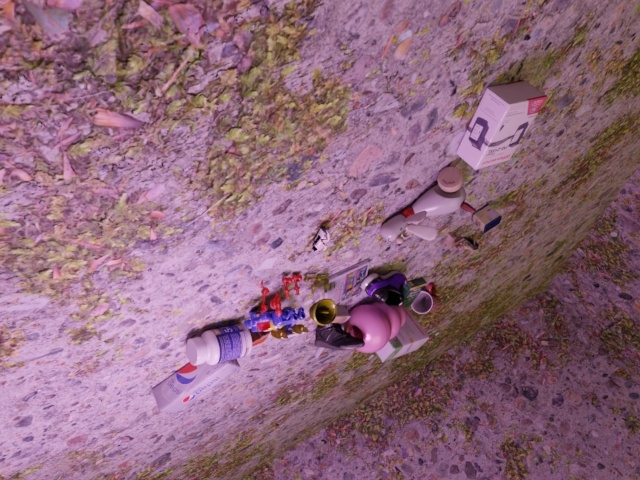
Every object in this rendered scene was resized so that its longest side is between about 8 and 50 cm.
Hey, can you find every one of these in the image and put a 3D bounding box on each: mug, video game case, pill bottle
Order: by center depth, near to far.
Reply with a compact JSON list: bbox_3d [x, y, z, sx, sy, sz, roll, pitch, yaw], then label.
[{"bbox_3d":[-0.327,0.338,1.447,0.187,0.112,0.112,-6,138,-40],"label":"pill bottle"},{"bbox_3d":[-0.126,0.306,1.596,0.087,0.122,0.011,-6,113,-40],"label":"video game case"},{"bbox_3d":[0.095,0.170,1.717,0.184,0.023,0.201,-23,146,-20],"label":"video game case"},{"bbox_3d":[0.096,0.455,2.102,0.207,0.026,0.226,-9,141,-37],"label":"video game case"},{"bbox_3d":[0.550,0.302,2.257,0.150,0.113,0.169,-45,151,18],"label":"mug"}]

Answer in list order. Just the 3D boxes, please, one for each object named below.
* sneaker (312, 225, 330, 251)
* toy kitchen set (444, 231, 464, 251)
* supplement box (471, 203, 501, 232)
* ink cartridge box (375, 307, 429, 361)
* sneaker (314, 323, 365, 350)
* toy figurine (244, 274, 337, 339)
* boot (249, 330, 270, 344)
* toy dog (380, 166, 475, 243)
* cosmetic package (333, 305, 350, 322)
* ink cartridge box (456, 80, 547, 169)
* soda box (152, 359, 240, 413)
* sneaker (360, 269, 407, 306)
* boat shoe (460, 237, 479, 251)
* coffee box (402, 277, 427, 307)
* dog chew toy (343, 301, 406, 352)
[{"bbox_3d":[0.000,0.000,1.375,0.044,0.040,0.109,-19,145,-22],"label":"sneaker"},{"bbox_3d":[0.590,0.000,1.922,0.083,0.068,0.075,-25,147,-18],"label":"toy kitchen set"},{"bbox_3d":[0.695,-0.093,1.882,0.083,0.083,0.056,-32,149,-7],"label":"supplement box"},{"bbox_3d":[0.360,0.450,2.180,0.278,0.201,0.117,-4,137,-42],"label":"ink cartridge box"},{"bbox_3d":[0.075,0.377,1.830,0.087,0.228,0.130,2,88,-53],"label":"sneaker"},{"bbox_3d":[-0.137,0.231,1.515,0.217,0.191,0.363,-19,170,36],"label":"toy figurine"},{"bbox_3d":[-0.255,0.359,1.602,0.158,0.059,0.084,-15,149,-32],"label":"boot"},{"bbox_3d":[0.380,-0.083,1.515,0.333,0.161,0.220,-48,147,20],"label":"toy dog"},{"bbox_3d":[0.064,0.301,1.828,0.115,0.060,0.041,11,125,-49],"label":"cosmetic package"},{"bbox_3d":[0.547,-0.349,1.374,0.172,0.100,0.237,-18,145,-26],"label":"ink cartridge box"},{"bbox_3d":[-0.429,0.479,1.557,0.286,0.091,0.098,-35,150,-1],"label":"soda box"},{"bbox_3d":[0.288,0.208,1.814,0.294,0.146,0.102,-1,129,-52],"label":"sneaker"},{"bbox_3d":[0.687,0.015,2.049,0.152,0.056,0.049,2,138,-45],"label":"boat shoe"},{"bbox_3d":[0.417,0.257,2.129,0.113,0.040,0.184,-10,141,-35],"label":"coffee box"},{"bbox_3d":[0.258,0.360,1.975,0.332,0.206,0.206,-15,144,-43],"label":"dog chew toy"}]
